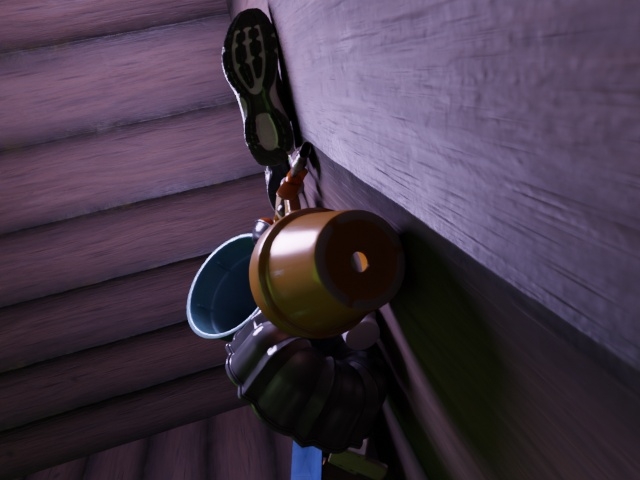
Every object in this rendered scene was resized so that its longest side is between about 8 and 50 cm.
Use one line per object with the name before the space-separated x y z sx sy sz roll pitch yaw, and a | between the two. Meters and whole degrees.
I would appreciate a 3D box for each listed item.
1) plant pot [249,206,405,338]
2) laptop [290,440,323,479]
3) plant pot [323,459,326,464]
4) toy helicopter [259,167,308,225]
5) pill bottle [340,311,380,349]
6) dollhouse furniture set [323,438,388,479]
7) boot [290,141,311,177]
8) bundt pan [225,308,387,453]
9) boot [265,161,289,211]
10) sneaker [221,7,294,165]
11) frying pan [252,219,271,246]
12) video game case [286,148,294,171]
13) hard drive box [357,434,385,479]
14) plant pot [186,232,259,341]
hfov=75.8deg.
plant pot | 0.017 0.039 0.591 0.188 0.205 0.205 -26 79 66
laptop | -0.136 0.517 1.084 0.408 0.236 0.382 38 148 7
plant pot | 0.096 0.945 1.574 0.291 0.203 0.291 165 90 -83
toy helicopter | -0.061 -0.065 1.049 0.355 0.140 0.235 -141 56 -68
pill bottle | 0.056 0.134 0.800 0.160 0.087 0.087 -117 15 -58
dollhouse furniture set | 0.131 0.509 1.056 0.303 0.198 0.286 -60 -11 -57
boot | -0.045 -0.213 1.016 0.087 0.042 0.118 125 159 -54
bundt pan | -0.009 0.227 0.793 0.124 0.330 0.331 -60 25 16
boot | -0.140 -0.187 1.399 0.178 0.085 0.236 105 155 -77
sneaker | -0.163 -0.422 1.164 0.182 0.158 0.410 -70 -27 -73
frying pan | -0.054 0.079 0.989 0.326 0.053 0.197 46 161 5
video game case | -0.102 -0.267 1.374 0.201 0.023 0.183 147 108 -80
hard drive box | 0.137 0.714 1.286 0.181 0.089 0.232 120 135 -77
plant pot | -0.179 0.205 1.319 0.334 0.341 0.341 43 -163 -44
